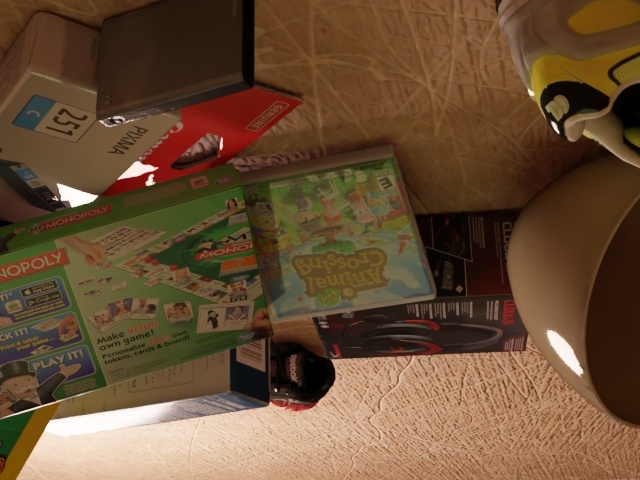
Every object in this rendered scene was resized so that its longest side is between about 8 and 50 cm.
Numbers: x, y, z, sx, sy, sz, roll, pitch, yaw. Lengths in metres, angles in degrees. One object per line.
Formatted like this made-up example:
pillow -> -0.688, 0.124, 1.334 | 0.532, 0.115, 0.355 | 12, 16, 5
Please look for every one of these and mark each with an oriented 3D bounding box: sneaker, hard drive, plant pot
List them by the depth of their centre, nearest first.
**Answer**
hard drive -> -0.114, -0.148, 0.851 | 0.135, 0.094, 0.022 | -11, 155, 23
sneaker -> 0.305, -0.111, 0.886 | 0.385, 0.147, 0.145 | 10, 153, -26
plant pot -> 0.306, 0.025, 1.115 | 0.284, 0.284, 0.191 | 18, -174, -37
sneaker -> -0.095, 0.206, 1.686 | 0.276, 0.097, 0.135 | 10, 155, -29

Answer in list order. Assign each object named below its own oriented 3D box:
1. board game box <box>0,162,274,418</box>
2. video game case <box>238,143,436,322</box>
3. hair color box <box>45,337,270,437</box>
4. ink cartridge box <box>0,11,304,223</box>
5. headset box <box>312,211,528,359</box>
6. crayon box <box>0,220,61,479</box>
board game box -> -0.218, 0.057, 1.105 | 0.317, 0.046, 0.213 | -16, 130, -9
video game case -> 0.000, 0.000, 1.157 | 0.212, 0.023, 0.193 | -10, 124, 15
hair color box -> -0.240, 0.156, 1.464 | 0.347, 0.173, 0.105 | -12, 156, 26
ink cartridge box -> -0.201, -0.085, 1.037 | 0.261, 0.066, 0.296 | 15, 153, -30
headset box -> 0.140, 0.060, 1.329 | 0.293, 0.110, 0.218 | -3, 156, 6
crayon box -> -0.423, 0.120, 1.169 | 0.106, 0.313, 0.363 | 32, -178, 32
